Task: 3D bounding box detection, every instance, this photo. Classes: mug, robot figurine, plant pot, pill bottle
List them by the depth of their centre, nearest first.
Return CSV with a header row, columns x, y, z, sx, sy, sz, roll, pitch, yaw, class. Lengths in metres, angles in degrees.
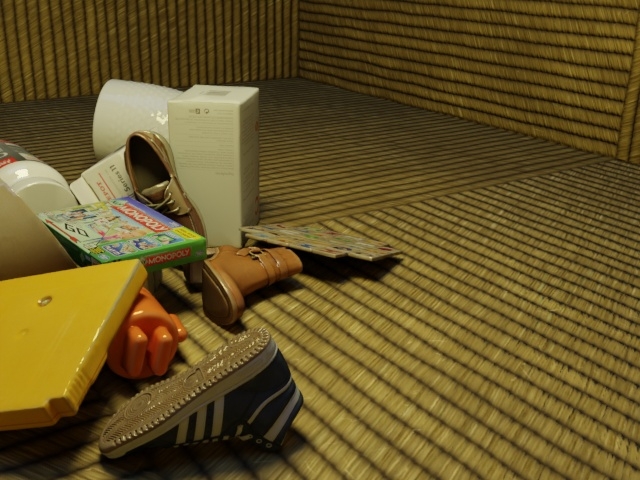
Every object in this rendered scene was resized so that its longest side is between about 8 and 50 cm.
x,y,z,sx,sy,sz,roll,pitch,yaw,class
-0.318,0.146,1.277,0.158,0.128,0.219,-34,33,-16,robot figurine
-0.616,0.029,1.435,0.191,0.284,0.284,-43,41,-22,plant pot
-0.705,-0.099,1.782,0.210,0.210,0.363,-14,25,-34,pill bottle
-0.477,-0.320,2.355,0.328,0.276,0.374,8,-9,3,mug

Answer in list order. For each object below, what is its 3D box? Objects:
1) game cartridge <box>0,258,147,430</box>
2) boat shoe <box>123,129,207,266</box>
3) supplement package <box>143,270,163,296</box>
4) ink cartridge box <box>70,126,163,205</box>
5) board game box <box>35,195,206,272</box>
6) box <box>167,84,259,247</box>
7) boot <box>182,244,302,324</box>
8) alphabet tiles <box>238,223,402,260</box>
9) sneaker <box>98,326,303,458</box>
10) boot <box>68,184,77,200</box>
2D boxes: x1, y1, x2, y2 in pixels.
x,y,z,sx,sy,sz,roll,pitch,yaw,class
-0.442,0.159,1.164,0.286,0.052,0.323,-9,35,16,game cartridge
-0.347,-0.090,1.662,0.123,0.324,0.116,-27,-3,4,boat shoe
-0.382,0.059,1.533,0.105,0.105,0.179,1,21,-2,supplement package
-0.437,-0.125,1.839,0.119,0.207,0.353,-27,16,16,ink cartridge box
-0.398,-0.009,1.501,0.214,0.046,0.317,-16,27,-38,board game box
-0.247,-0.180,1.831,0.168,0.345,0.215,4,21,7,box
-0.137,0.079,1.531,0.220,0.109,0.283,-4,14,-24,boot
0.000,0.000,1.750,0.343,0.011,0.285,13,10,27,alphabet tiles
-0.157,0.255,1.077,0.282,0.153,0.099,-31,28,-1,sneaker
-0.707,-0.117,2.065,0.121,0.045,0.099,13,27,26,boot
